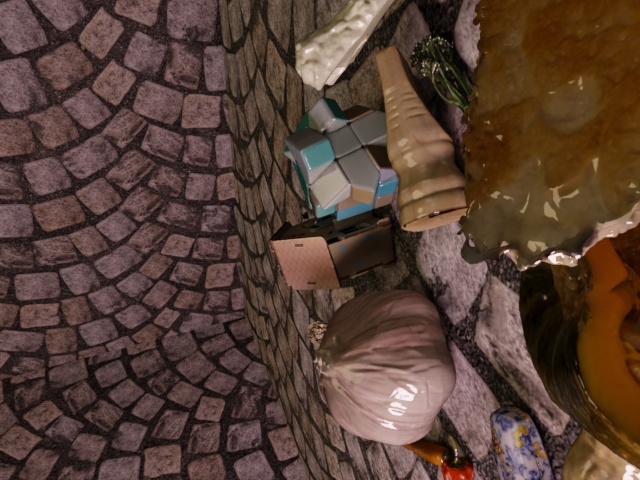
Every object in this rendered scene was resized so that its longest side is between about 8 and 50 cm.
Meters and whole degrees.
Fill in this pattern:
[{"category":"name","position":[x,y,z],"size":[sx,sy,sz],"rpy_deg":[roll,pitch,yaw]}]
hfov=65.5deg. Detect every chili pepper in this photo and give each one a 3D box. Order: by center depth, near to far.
[{"category":"chili pepper","position":[0.288,0.519,0.996],"size":[0.071,0.064,0.272],"rpy_deg":[177,78,-84]}]

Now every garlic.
[{"category":"garlic","position":[0.114,0.253,0.989],"size":[0.317,0.260,0.317],"rpy_deg":[-44,38,50]}]

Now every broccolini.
[{"category":"broccolini","position":[0.200,-0.236,0.762],"size":[0.074,0.058,0.201],"rpy_deg":[100,153,-63]}]

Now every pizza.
[{"category":"pizza","position":[0.279,-0.199,0.321],"size":[0.392,0.080,0.434],"rpy_deg":[-15,58,46]}]

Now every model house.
[{"category":"model house","position":[0.000,0.000,1.193],"size":[0.326,0.245,0.169],"rpy_deg":[28,140,66]}]

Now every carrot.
[{"category":"carrot","position":[0.236,0.482,1.156],"size":[0.248,0.043,0.043],"rpy_deg":[137,119,-71]}]

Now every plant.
[{"category":"plant","position":[-0.002,0.323,1.618],"size":[0.122,0.105,0.116],"rpy_deg":[-41,60,47]}]

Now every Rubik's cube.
[{"category":"Rubik's cube","position":[0.047,-0.178,1.011],"size":[0.213,0.225,0.265],"rpy_deg":[83,166,-70]}]

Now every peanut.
[{"category":"peanut","position":[0.344,0.256,0.555],"size":[0.129,0.129,0.224],"rpy_deg":[-138,42,-60]}]

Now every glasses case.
[{"category":"glasses case","position":[0.327,0.389,0.782],"size":[0.087,0.065,0.247],"rpy_deg":[148,107,-73]}]

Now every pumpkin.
[{"category":"pumpkin","position":[0.304,0.041,0.434],"size":[0.232,0.242,0.324],"rpy_deg":[52,-140,-60]}]

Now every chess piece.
[{"category":"chess piece","position":[0.159,-0.170,0.822],"size":[0.137,0.138,0.300],"rpy_deg":[141,117,-70]}]

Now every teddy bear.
[{"category":"teddy bear","position":[-0.008,-0.492,0.744],"size":[0.362,0.375,0.327],"rpy_deg":[41,-158,-6]}]
